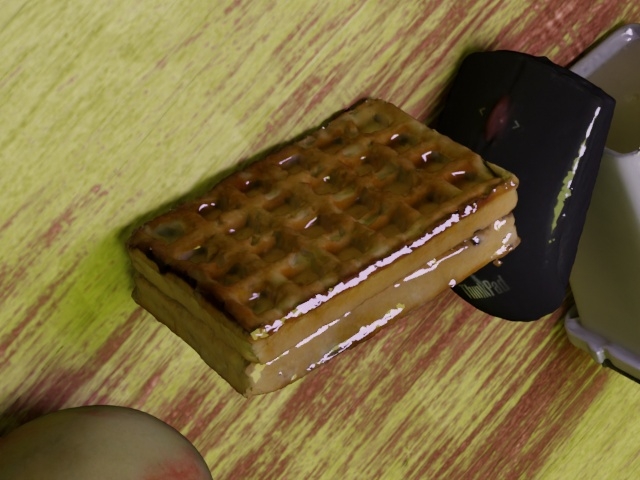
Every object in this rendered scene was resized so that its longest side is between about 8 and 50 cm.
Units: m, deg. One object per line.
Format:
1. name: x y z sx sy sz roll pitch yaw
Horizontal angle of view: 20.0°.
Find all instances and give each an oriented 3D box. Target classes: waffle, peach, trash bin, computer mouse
1. waffle: 0.000 0.001 1.624 0.308 0.213 0.091 -29 131 -25
2. peach: -0.214 0.292 1.584 0.292 0.247 0.292 -47 151 -35
3. trash bin: 0.386 -0.019 1.896 0.256 0.296 0.367 -38 127 -16
4. computer mouse: 0.176 -0.050 1.770 0.100 0.170 0.269 -12 119 -52
